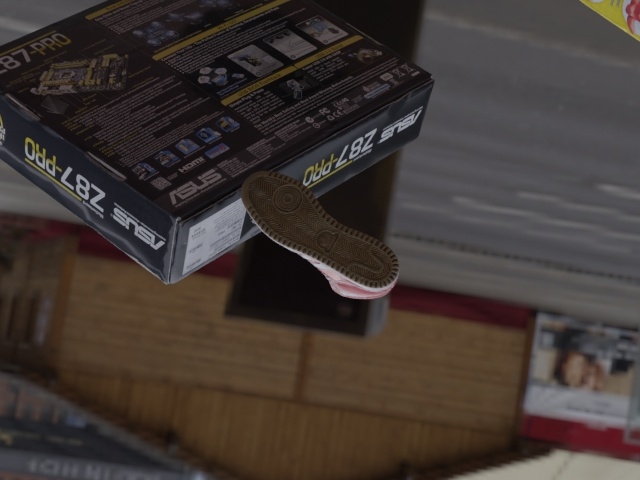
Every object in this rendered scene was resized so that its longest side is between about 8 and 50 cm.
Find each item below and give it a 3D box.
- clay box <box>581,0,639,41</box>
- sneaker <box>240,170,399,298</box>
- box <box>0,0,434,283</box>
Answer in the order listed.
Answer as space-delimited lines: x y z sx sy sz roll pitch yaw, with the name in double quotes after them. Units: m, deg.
0.176 -0.211 0.893 0.222 0.053 0.127 39 146 22 "clay box"
0.000 0.000 0.963 0.118 0.042 0.067 35 172 11 "sneaker"
-0.124 -0.147 1.523 0.318 0.097 0.395 36 -134 23 "box"
